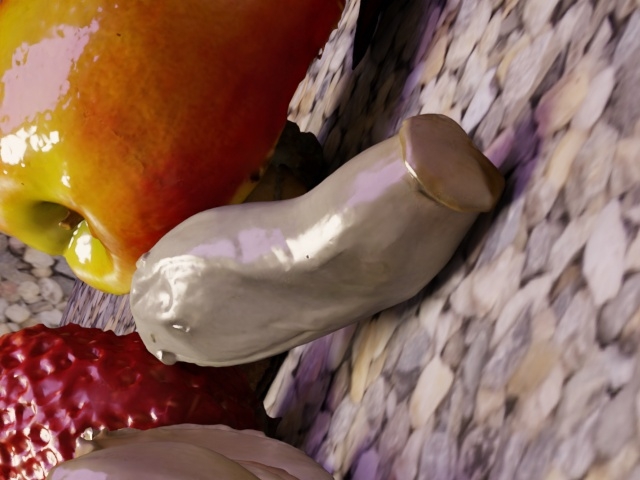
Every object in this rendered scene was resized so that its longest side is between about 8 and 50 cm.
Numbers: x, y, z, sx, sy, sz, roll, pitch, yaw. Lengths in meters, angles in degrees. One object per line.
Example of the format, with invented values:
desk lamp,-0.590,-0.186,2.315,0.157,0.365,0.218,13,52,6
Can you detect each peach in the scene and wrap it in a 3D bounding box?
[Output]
peach,-0.133,-0.175,1.474,0.306,0.242,0.380,-28,27,54

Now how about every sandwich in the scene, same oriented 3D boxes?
sandwich,-0.075,0.027,1.541,0.249,0.095,0.273,-60,13,20

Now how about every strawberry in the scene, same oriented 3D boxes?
strawberry,-0.162,0.153,1.325,0.205,0.244,0.205,-62,-9,-18

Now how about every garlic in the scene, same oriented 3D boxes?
garlic,-0.072,0.208,1.032,0.281,0.203,0.184,22,-109,-84

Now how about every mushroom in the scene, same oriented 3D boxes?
mushroom,-0.012,0.010,1.159,0.351,0.109,0.097,-22,6,44

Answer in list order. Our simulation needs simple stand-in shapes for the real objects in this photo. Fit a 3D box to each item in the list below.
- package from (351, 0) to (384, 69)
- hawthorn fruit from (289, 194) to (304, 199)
package,0.076,-0.291,1.492,0.194,0.071,0.269,-62,3,-34
hawthorn fruit,0.000,0.000,1.270,0.093,0.093,0.093,-159,90,-78
